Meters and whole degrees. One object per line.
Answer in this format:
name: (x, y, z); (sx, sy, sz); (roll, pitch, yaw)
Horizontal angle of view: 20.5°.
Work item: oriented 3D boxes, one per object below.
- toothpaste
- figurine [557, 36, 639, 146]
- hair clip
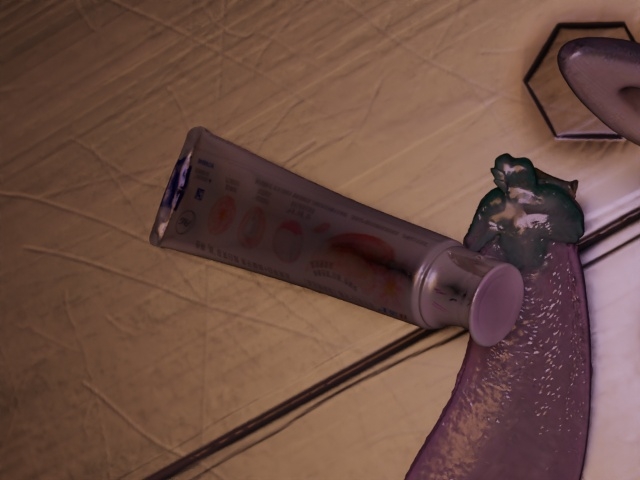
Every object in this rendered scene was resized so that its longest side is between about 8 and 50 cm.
toothpaste: (0.000, 0.000, 1.282); (0.323, 0.066, 0.100); (21, 92, 38)
figurine: (0.341, -0.129, 1.068); (0.266, 0.377, 0.361); (10, 79, 46)
hair clip: (0.131, 0.120, 1.276); (0.095, 0.110, 0.359); (11, 92, 54)
